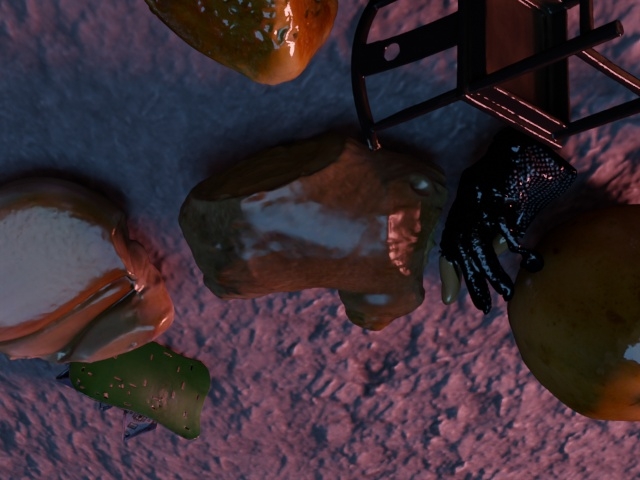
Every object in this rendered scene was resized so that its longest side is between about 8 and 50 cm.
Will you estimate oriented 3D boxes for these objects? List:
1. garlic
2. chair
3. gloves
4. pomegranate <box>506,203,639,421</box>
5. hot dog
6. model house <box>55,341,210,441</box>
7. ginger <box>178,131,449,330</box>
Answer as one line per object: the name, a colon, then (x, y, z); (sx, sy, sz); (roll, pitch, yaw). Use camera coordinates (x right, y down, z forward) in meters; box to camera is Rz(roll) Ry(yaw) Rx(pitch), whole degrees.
garlic: (-0.291, 0.036, 1.237); (0.228, 0.110, 0.217); (-21, 114, 5)
chair: (0.164, -0.163, 0.967); (0.141, 0.154, 0.260); (21, 153, -39)
gloves: (0.161, -0.018, 1.115); (0.106, 0.129, 0.180); (36, 102, -15)
pomegranate: (0.298, 0.067, 1.133); (0.233, 0.233, 0.233); (3, 130, 3)
hot dog: (-0.078, -0.259, 0.921); (0.153, 0.150, 0.256); (12, 130, 23)
model house: (-0.224, 0.176, 1.343); (0.167, 0.117, 0.088); (26, 132, -19)
ginger: (0.000, 0.000, 1.153); (0.276, 0.130, 0.221); (-22, 119, 19)
